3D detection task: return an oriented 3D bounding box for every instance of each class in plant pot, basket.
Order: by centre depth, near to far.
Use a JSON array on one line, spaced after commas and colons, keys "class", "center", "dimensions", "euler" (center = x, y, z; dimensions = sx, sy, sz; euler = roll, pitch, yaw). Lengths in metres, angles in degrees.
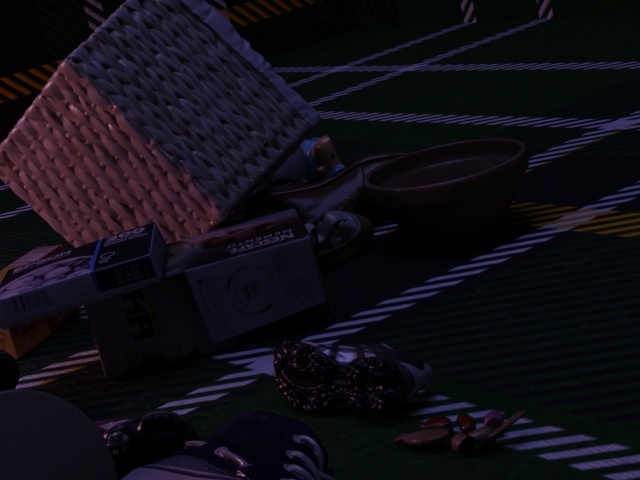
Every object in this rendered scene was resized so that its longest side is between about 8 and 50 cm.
[{"class": "plant pot", "center": [0.187, -0.062, 2.044], "dimensions": [0.237, 0.109, 0.237], "euler": [-12, 15, 3]}, {"class": "basket", "center": [-0.248, -0.148, 2.068], "dimensions": [0.328, 0.331, 0.266], "euler": [-40, 6, 46]}]

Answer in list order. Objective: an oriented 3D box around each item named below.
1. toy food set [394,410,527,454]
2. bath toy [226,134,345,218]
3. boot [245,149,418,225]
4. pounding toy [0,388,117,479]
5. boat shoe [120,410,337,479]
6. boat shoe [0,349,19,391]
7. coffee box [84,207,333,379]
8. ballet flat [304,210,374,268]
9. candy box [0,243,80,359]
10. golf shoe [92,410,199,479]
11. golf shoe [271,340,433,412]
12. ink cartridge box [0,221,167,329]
[{"class": "toy food set", "center": [0.139, 0.186, 1.383], "dimensions": [0.122, 0.019, 0.078], "euler": [-8, 14, 47]}, {"class": "bath toy", "center": [-0.133, -0.080, 2.374], "dimensions": [0.348, 0.151, 0.129], "euler": [-19, 59, -24]}, {"class": "boot", "center": [0.044, -0.047, 2.182], "dimensions": [0.305, 0.112, 0.115], "euler": [-18, 36, -3]}, {"class": "pounding toy", "center": [-0.314, 0.227, 1.319], "dimensions": [0.237, 0.183, 0.110], "euler": [23, -23, -20]}, {"class": "boat shoe", "center": [-0.031, 0.217, 1.199], "dimensions": [0.158, 0.127, 0.340], "euler": [-32, 22, -30]}, {"class": "boat shoe", "center": [-0.421, 0.215, 1.617], "dimensions": [0.092, 0.102, 0.285], "euler": [1, 24, 28]}, {"class": "coffee box", "center": [-0.148, 0.066, 1.855], "dimensions": [0.297, 0.118, 0.168], "euler": [-16, 15, -3]}, {"class": "ballet flat", "center": [0.000, 0.000, 2.037], "dimensions": [0.080, 0.073, 0.232], "euler": [36, 45, 26]}, {"class": "candy box", "center": [-0.418, 0.088, 2.034], "dimensions": [0.053, 0.109, 0.187], "euler": [-7, 16, 23]}, {"class": "golf shoe", "center": [-0.255, 0.235, 1.438], "dimensions": [0.273, 0.105, 0.120], "euler": [-8, -1, -3]}, {"class": "golf shoe", "center": [0.033, 0.146, 1.538], "dimensions": [0.198, 0.077, 0.094], "euler": [8, 12, 44]}, {"class": "ink cartridge box", "center": [-0.298, 0.036, 1.798], "dimensions": [0.206, 0.045, 0.208], "euler": [-18, 14, 1]}]
